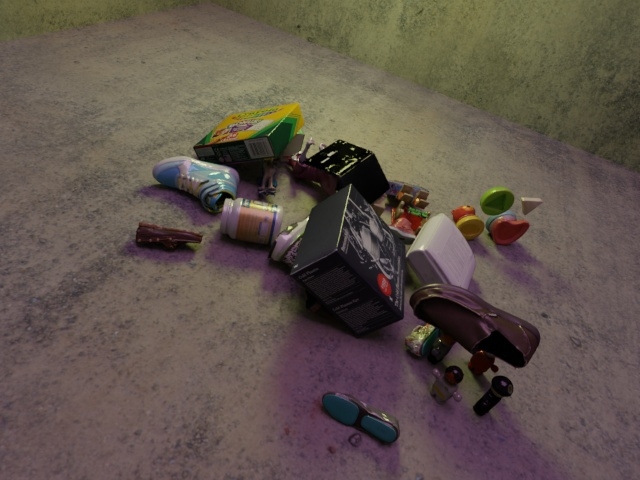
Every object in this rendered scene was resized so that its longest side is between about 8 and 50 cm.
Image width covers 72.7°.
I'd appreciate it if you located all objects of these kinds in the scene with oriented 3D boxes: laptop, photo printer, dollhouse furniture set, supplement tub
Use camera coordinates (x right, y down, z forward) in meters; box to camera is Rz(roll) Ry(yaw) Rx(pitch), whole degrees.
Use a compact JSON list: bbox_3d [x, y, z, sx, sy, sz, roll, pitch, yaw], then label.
[{"bbox_3d":[0.105,-0.253,1.679,0.264,0.136,0.234,27,47,28],"label":"laptop"},{"bbox_3d":[0.445,0.059,1.565,0.256,0.107,0.307,53,41,-11],"label":"photo printer"},{"bbox_3d":[0.308,-0.094,1.753,0.259,0.135,0.262,18,53,-8],"label":"dollhouse furniture set"},{"bbox_3d":[-0.237,-0.067,1.503,0.200,0.144,0.144,10,40,-9],"label":"supplement tub"}]

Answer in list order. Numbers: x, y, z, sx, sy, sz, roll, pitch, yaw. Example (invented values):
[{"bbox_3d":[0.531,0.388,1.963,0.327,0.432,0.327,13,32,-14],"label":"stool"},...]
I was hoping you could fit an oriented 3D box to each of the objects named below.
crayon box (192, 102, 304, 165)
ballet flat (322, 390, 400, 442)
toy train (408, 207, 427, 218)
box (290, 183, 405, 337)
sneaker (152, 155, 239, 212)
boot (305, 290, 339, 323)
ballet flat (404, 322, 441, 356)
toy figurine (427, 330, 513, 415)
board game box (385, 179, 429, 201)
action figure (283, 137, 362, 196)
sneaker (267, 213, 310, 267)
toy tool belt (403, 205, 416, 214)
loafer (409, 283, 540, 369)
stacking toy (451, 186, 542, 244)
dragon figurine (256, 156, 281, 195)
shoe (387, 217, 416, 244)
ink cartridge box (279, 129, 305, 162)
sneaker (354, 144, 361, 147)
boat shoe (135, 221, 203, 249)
[{"bbox_3d":[-0.289,-0.440,1.805,0.363,0.106,0.313,-1,39,25],"label":"crayon box"},{"bbox_3d":[0.103,0.444,1.116,0.213,0.072,0.068,26,13,9],"label":"ballet flat"},{"bbox_3d":[0.377,-0.105,1.690,0.083,0.017,0.023,16,64,-11],"label":"toy train"},{"bbox_3d":[0.104,0.058,1.351,0.312,0.179,0.343,44,34,-23],"label":"box"},{"bbox_3d":[-0.453,-0.199,1.593,0.319,0.127,0.208,3,41,-16],"label":"sneaker"},{"bbox_3d":[0.015,0.179,1.393,0.106,0.082,0.219,40,25,-15],"label":"boot"},{"bbox_3d":[0.348,0.279,1.376,0.077,0.091,0.241,17,28,40],"label":"ballet flat"},{"bbox_3d":[0.422,0.367,1.244,0.209,0.148,0.213,17,40,-1],"label":"toy figurine"},{"bbox_3d":[0.351,-0.228,1.917,0.194,0.060,0.194,12,15,-9],"label":"board game box"},{"bbox_3d":[-0.001,-0.287,1.862,0.370,0.275,0.248,16,12,28],"label":"action figure"},{"bbox_3d":[0.000,0.000,1.545,0.182,0.158,0.410,45,49,9],"label":"sneaker"},{"bbox_3d":[0.398,-0.117,1.879,0.083,0.052,0.051,32,14,15],"label":"toy tool belt"},{"bbox_3d":[0.419,0.234,1.195,0.366,0.134,0.130,20,38,12],"label":"loafer"},{"bbox_3d":[0.733,-0.127,1.833,0.309,0.279,0.130,10,41,-16],"label":"stacking toy"},{"bbox_3d":[-0.216,-0.271,1.793,0.085,0.144,0.289,8,21,-9],"label":"dragon figurine"},{"bbox_3d":[0.268,-0.042,1.561,0.178,0.063,0.081,15,49,-35],"label":"shoe"},{"bbox_3d":[-0.159,-0.479,2.002,0.087,0.153,0.208,-5,45,-26],"label":"ink cartridge box"},{"bbox_3d":[0.090,-0.367,2.038,0.126,0.091,0.240,10,40,46],"label":"sneaker"},{"bbox_3d":[-0.489,-0.006,1.409,0.207,0.073,0.073,8,78,-6],"label":"boat shoe"}]
